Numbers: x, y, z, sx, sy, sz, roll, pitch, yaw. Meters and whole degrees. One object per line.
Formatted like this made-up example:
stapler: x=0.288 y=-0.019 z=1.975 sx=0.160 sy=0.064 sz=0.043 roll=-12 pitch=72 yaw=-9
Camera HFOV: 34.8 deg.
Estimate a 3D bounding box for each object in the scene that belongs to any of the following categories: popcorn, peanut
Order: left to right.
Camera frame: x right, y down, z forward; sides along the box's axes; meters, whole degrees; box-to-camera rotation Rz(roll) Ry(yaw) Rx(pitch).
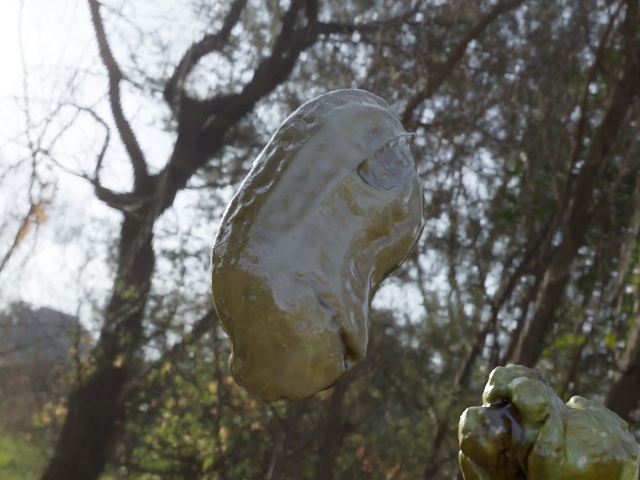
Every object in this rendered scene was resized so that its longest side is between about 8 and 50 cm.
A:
peanut: x=-0.005 y=-0.003 z=0.955 sx=0.174 sy=0.340 sz=0.158 roll=35 pitch=-30 yaw=-6
popcorn: x=0.315 y=0.307 z=1.430 sx=0.276 sy=0.225 sz=0.276 roll=4 pitch=-37 yaw=3
